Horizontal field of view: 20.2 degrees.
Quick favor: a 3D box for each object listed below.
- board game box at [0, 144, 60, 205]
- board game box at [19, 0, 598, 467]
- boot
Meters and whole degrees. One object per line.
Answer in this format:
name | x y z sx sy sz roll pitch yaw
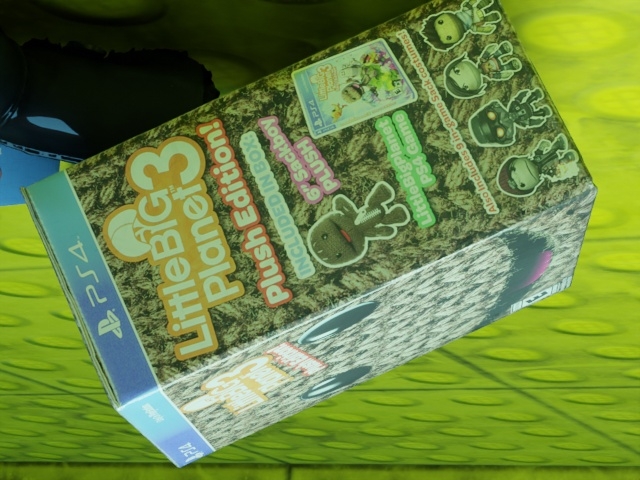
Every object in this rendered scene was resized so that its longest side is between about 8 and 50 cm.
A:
board game box | -0.297 -0.052 1.188 0.160 0.047 0.210 9 -172 26
board game box | 0.000 0.000 1.090 0.291 0.141 0.232 -25 165 -2
boot | -0.161 -0.099 1.071 0.207 0.094 0.246 10 172 -8
